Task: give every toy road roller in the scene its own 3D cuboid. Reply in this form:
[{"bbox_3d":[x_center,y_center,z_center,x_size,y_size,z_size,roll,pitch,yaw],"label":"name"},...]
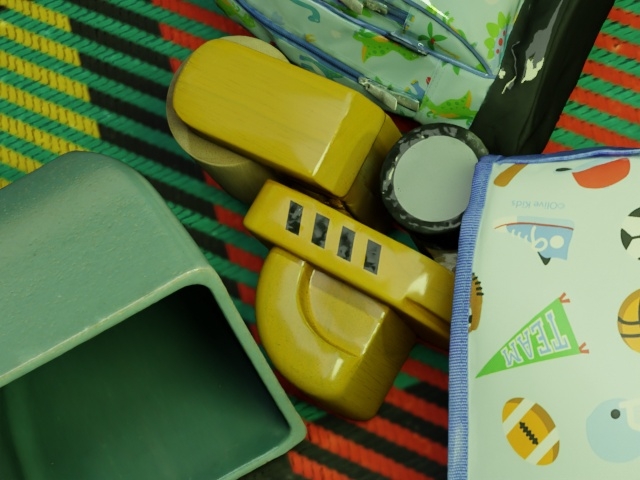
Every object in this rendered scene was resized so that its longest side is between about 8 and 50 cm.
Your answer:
[{"bbox_3d":[0.000,0.000,1.582,0.330,0.202,0.240,27,83,20],"label":"toy road roller"}]

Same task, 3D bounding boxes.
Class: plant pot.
[{"bbox_3d":[-0.198,0.071,1.571,0.247,0.248,0.252,-29,47,-2],"label":"plant pot"}]

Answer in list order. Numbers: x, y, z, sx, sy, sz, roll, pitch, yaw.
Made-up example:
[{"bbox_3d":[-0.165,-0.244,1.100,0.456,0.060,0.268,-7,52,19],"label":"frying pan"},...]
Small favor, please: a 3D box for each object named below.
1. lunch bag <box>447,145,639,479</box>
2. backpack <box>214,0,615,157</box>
[{"bbox_3d":[0.269,0.122,1.380,0.328,0.239,0.385,-1,90,21],"label":"lunch bag"},{"bbox_3d":[0.064,-0.258,1.633,0.356,0.273,0.290,23,70,18],"label":"backpack"}]
